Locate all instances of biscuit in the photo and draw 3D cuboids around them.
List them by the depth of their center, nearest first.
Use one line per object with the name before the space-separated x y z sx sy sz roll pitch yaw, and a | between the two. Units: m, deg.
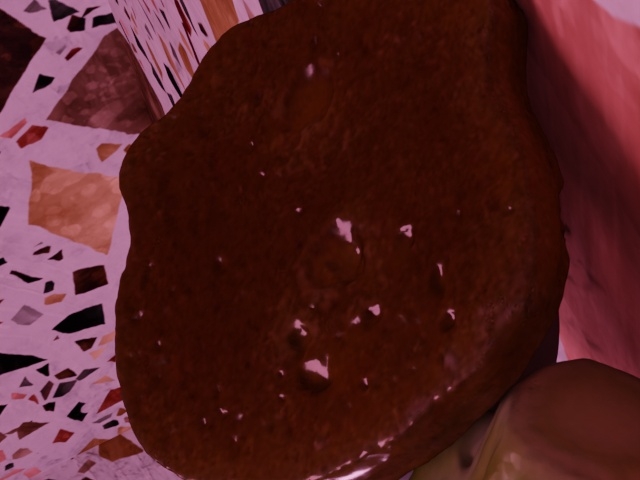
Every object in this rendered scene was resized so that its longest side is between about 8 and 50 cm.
biscuit | 0.001 0.000 0.898 0.049 0.273 0.257 18 -123 -49

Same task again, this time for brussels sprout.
brussels sprout | 0.129 0.185 0.883 0.219 0.210 0.271 -133 35 -51

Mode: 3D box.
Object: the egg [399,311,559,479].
egg | 0.036 0.021 1.013 0.176 0.176 0.232 82 162 -66
